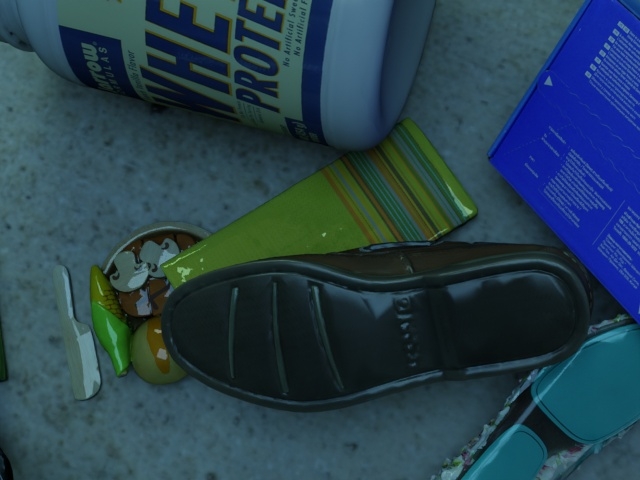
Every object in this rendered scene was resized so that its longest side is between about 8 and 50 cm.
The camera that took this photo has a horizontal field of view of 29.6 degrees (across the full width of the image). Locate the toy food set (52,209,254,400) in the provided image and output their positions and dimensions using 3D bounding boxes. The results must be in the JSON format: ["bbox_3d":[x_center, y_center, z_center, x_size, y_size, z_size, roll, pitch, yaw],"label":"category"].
[{"bbox_3d":[-0.122,0.047,0.967,0.192,0.038,0.132,-17,76,4],"label":"toy food set"}]

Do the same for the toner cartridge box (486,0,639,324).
[{"bbox_3d":[0.276,-0.007,0.818,0.348,0.075,0.165,52,129,29],"label":"toner cartridge box"}]

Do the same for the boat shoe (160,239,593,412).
[{"bbox_3d":[0.042,0.057,0.884,0.307,0.104,0.111,-1,100,12],"label":"boat shoe"}]

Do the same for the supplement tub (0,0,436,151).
[{"bbox_3d":[-0.083,-0.214,0.917,0.324,0.235,0.235,15,80,11],"label":"supplement tub"}]

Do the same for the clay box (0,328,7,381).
[{"bbox_3d":[-0.338,0.018,0.997,0.127,0.053,0.222,-12,75,5],"label":"clay box"}]

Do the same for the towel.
[{"bbox_3d":[0.000,0.000,0.955,0.237,0.021,0.102,-31,72,-7],"label":"towel"}]

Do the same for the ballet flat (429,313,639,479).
[{"bbox_3d":[0.160,0.135,0.888,0.241,0.077,0.091,-40,95,-3],"label":"ballet flat"}]

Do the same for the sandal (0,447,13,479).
[{"bbox_3d":[-0.374,0.160,0.923,0.445,0.167,0.107,8,62,10],"label":"sandal"}]
